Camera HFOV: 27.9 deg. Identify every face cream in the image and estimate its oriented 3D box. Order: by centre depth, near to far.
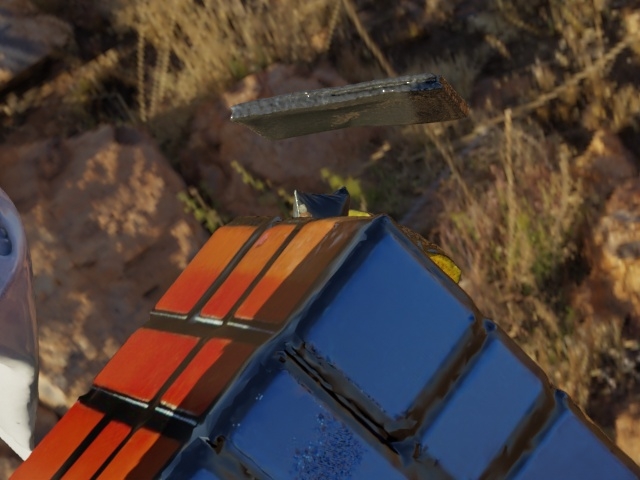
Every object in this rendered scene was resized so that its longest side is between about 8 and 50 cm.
[{"bbox_3d":[-0.325,0.061,1.081,0.234,0.420,0.137,38,62,5],"label":"face cream"}]

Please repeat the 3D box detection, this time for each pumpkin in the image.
[{"bbox_3d":[0.120,0.022,1.953,0.149,0.254,0.130,-20,51,-7],"label":"pumpkin"}]

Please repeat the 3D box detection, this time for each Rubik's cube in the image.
[{"bbox_3d":[-0.006,0.171,0.874,0.283,0.288,0.293,-51,20,-13],"label":"Rubik's cube"}]

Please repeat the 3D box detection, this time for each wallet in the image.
[{"bbox_3d":[0.033,-0.144,1.420,0.244,0.124,0.025,-7,77,20],"label":"wallet"}]

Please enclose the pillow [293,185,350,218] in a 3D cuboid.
[{"bbox_3d":[0.000,0.000,1.799,0.090,0.150,0.048,0,12,-17],"label":"pillow"}]
